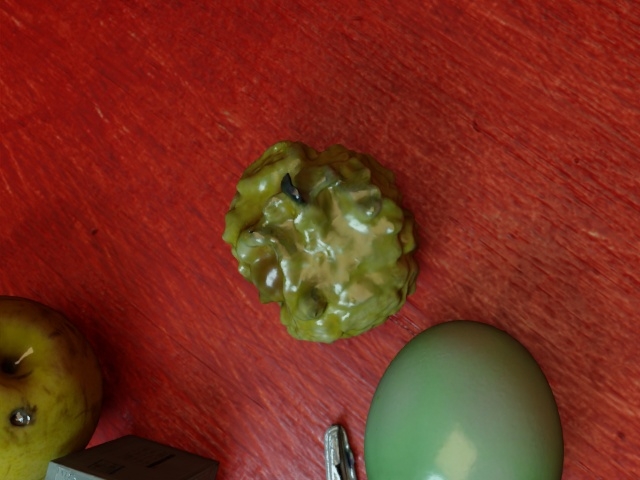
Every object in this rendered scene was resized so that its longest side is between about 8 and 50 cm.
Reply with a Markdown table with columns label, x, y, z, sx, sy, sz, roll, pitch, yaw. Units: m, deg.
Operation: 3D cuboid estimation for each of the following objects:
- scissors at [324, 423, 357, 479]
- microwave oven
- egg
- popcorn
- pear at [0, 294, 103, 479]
| label | x | y | z | sx | sy | sz | roll | pitch | yaw |
| --- | --- | --- | --- | --- | --- | --- | --- | --- | --- |
| scissors | 0.030 | 0.336 | 1.051 | 0.101 | 0.027 | 0.204 | -9 | 86 | 10 |
| microwave oven | -0.234 | 0.332 | 1.021 | 0.162 | 0.208 | 0.122 | 14 | 89 | 14 |
| egg | 0.159 | 0.225 | 0.929 | 0.221 | 0.220 | 0.269 | 1 | 86 | 13 |
| popcorn | 0.004 | -0.003 | 0.983 | 0.249 | 0.225 | 0.249 | 0 | 83 | 4 |
| pear | -0.404 | 0.197 | 1.031 | 0.281 | 0.281 | 0.280 | -1 | 86 | 13 |
